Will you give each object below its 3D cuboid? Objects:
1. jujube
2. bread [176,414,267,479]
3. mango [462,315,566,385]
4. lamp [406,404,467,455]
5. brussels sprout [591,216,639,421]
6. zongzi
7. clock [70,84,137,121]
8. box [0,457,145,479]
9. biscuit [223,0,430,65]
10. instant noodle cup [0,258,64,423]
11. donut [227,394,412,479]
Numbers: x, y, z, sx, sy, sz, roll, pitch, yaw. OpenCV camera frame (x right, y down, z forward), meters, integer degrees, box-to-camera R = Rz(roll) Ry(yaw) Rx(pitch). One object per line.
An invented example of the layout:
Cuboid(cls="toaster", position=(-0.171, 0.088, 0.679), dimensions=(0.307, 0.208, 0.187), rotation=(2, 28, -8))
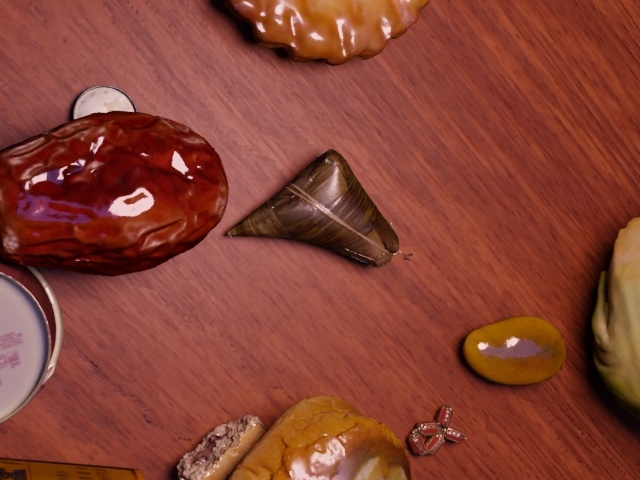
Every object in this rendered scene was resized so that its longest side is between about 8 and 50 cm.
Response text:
Cuboid(cls="jujube", position=(-0.247, -0.052, 1.049), dimensions=(0.290, 0.197, 0.197), rotation=(-12, 95, -37))
Cuboid(cls="bread", position=(-0.118, 0.298, 1.168), dimensions=(0.125, 0.082, 0.106), rotation=(-40, 118, -27))
Cuboid(cls="mango", position=(0.281, 0.161, 1.315), dimensions=(0.161, 0.076, 0.103), rotation=(2, 95, -17))
Cuboid(cls="lamp", position=(0.165, 0.282, 1.299), dimensions=(0.083, 0.031, 0.063), rotation=(-30, 99, -14))
Cuboid(cls="brussels sprout", position=(0.525, 0.126, 1.312), dimensions=(0.268, 0.344, 0.344), rotation=(-20, 100, 17))
Cuboid(cls="zongzi", position=(0.000, 0.000, 1.212), dimensions=(0.184, 0.084, 0.187), rotation=(-38, 108, -1))
Cuboid(cls="clock", position=(-0.272, -0.155, 1.132), dimensions=(0.085, 0.017, 0.085), rotation=(-1, 92, -20))
Cuboid(cls="box", position=(-0.346, 0.310, 1.020), dimensions=(0.301, 0.193, 0.084), rotation=(11, 87, -20))
Cuboid(cls="biscuit", position=(0.000, -0.391, 1.184), dimensions=(0.326, 0.107, 0.325), rotation=(-2, 95, -20))
Cuboid(cls="instant noodle cup", position=(-0.401, 0.110, 1.005), dimensions=(0.235, 0.178, 0.235), rotation=(0, 89, -22))
Cuboid(cls="donut", position=(-0.006, 0.368, 1.126), dimensions=(0.330, 0.160, 0.330), rotation=(-11, 107, -38))
